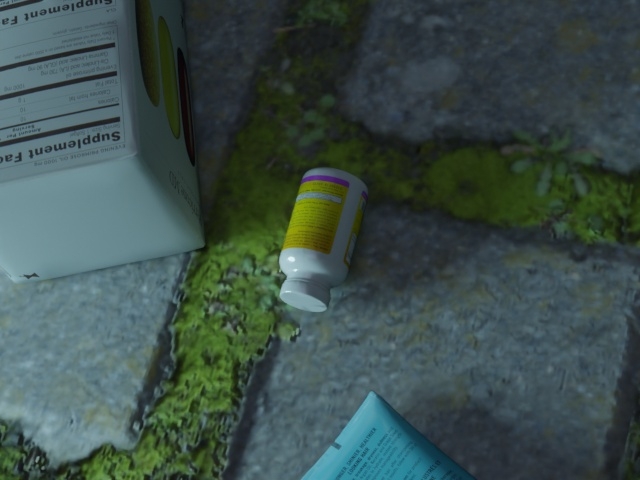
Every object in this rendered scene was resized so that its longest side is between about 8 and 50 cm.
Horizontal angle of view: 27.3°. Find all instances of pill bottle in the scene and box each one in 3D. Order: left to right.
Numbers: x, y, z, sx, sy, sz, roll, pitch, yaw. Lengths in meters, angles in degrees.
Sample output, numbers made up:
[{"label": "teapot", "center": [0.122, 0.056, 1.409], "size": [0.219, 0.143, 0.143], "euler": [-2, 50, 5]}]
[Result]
[{"label": "pill bottle", "center": [0.000, 0.000, 0.810], "size": [0.043, 0.043, 0.083], "euler": [9, 68, 16]}]

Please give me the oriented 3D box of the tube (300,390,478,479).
[{"label": "tube", "center": [0.081, 0.166, 0.716], "size": [0.207, 0.052, 0.080], "euler": [32, 71, 29]}]

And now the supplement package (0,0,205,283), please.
[{"label": "supplement package", "center": [-0.164, -0.116, 0.846], "size": [0.134, 0.139, 0.244], "euler": [-11, 65, 8]}]
